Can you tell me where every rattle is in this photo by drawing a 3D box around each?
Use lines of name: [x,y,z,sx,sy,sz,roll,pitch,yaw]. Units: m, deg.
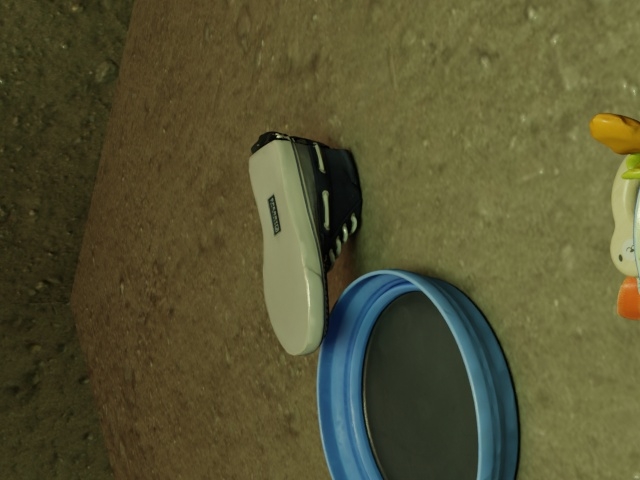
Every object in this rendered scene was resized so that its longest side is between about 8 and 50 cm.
rattle: [0.291,-0.008,0.784,0.130,0.143,0.199,35,117,33]

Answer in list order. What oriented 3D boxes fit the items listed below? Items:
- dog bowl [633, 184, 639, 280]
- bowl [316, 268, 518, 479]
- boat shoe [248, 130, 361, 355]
dog bowl: [0.363,-0.007,0.585,0.265,0.104,0.264,10,107,36]
bowl: [0.120,0.234,1.152,0.391,0.077,0.391,2,93,61]
boat shoe: [0.000,0.000,1.272,0.127,0.158,0.340,-25,68,52]
